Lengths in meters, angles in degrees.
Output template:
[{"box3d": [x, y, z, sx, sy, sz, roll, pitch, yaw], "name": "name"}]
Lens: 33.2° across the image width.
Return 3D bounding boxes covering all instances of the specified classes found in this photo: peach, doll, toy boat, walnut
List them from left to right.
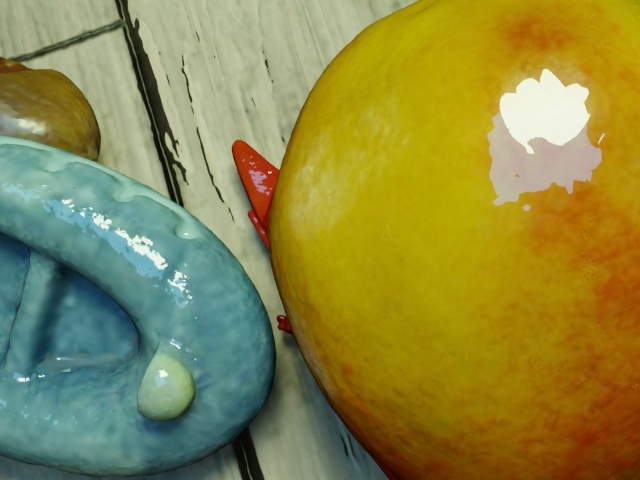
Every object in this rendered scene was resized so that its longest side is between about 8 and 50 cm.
[{"box3d": [-0.259, -0.083, 0.792, 0.207, 0.116, 0.115, 8, 76, 12], "name": "walnut"}, {"box3d": [-0.191, 0.050, 0.695, 0.330, 0.123, 0.215, 23, 103, 2], "name": "toy boat"}, {"box3d": [0.000, 0.000, 0.754, 0.109, 0.057, 0.169, -9, 72, 4], "name": "doll"}, {"box3d": [0.121, 0.014, 0.623, 0.289, 0.289, 0.307, -4, 69, 7], "name": "peach"}]
